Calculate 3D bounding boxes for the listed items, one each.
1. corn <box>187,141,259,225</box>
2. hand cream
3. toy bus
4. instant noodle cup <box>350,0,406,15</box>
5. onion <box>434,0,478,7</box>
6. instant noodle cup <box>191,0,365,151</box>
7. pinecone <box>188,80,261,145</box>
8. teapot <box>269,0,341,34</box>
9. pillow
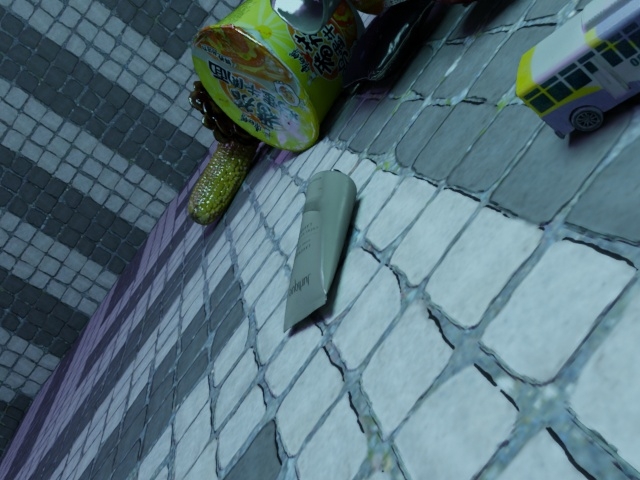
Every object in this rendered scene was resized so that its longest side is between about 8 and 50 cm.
[{"bbox_3d":[-0.224,-0.159,1.397,0.101,0.101,0.291,-31,31,53],"label":"corn"},{"bbox_3d":[0.000,0.000,0.620,0.087,0.054,0.186,-41,29,49],"label":"hand cream"},{"bbox_3d":[0.171,-0.113,0.353,0.102,0.058,0.052,-34,28,49],"label":"toy bus"},{"bbox_3d":[0.104,-0.492,1.069,0.168,0.168,0.185,-49,11,20],"label":"instant noodle cup"},{"bbox_3d":[0.166,-0.321,0.611,0.184,0.184,0.147,-51,55,13],"label":"onion"},{"bbox_3d":[-0.056,-0.310,1.022,0.200,0.264,0.264,-53,15,-23],"label":"instant noodle cup"},{"bbox_3d":[-0.146,-0.318,1.302,0.273,0.224,0.224,-12,43,41],"label":"pinecone"},{"bbox_3d":[0.080,-0.433,0.727,0.344,0.253,0.300,-40,10,-12],"label":"teapot"},{"bbox_3d":[0.091,-0.284,0.869,0.141,0.055,0.208,-55,17,4],"label":"pillow"}]
